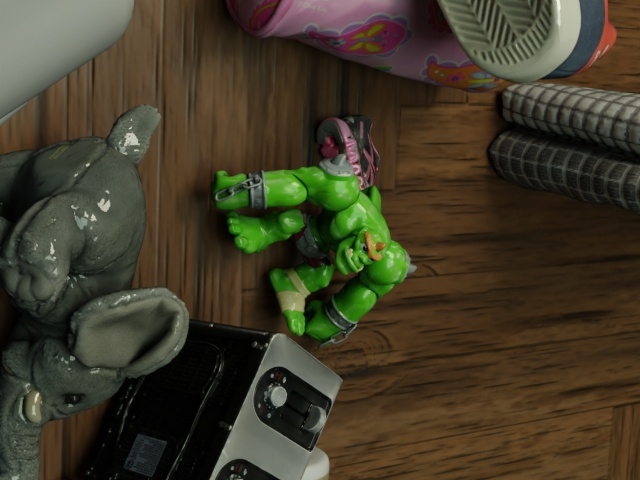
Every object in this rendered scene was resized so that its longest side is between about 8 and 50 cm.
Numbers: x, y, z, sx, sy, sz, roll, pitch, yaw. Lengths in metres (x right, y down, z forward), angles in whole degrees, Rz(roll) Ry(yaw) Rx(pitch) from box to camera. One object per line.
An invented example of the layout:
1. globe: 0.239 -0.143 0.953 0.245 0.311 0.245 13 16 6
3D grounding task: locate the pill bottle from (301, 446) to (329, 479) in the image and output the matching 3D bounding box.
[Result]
1. pill bottle: -0.042 0.267 1.121 0.094 0.094 0.169 -3 100 -36

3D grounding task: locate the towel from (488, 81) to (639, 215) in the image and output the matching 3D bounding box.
1. towel: 0.343 -0.077 1.260 0.284 0.235 0.121 3 100 -36

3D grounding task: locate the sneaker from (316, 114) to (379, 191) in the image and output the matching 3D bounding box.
1. sneaker: 0.037 -0.059 1.159 0.057 0.047 0.119 -28 115 -42

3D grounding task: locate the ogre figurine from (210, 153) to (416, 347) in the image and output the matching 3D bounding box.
1. ogre figurine: 0.000 0.000 1.097 0.118 0.097 0.197 -27 104 12

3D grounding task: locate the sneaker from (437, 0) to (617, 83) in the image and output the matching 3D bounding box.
1. sneaker: 0.136 -0.282 1.048 0.148 0.131 0.350 -3 70 -50

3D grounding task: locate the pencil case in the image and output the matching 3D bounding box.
1. pencil case: 0.052 -0.206 1.099 0.284 0.124 0.124 8 93 -36

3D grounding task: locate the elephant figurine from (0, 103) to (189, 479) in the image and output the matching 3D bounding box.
1. elephant figurine: -0.186 0.053 0.965 0.169 0.186 0.239 -82 158 -54

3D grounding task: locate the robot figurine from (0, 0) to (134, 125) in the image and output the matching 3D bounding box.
1. robot figurine: -0.263 -0.160 0.821 0.353 0.200 0.300 -39 147 -26

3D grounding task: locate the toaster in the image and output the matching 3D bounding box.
1. toaster: -0.092 0.157 1.026 0.110 0.186 0.168 38 68 -37
